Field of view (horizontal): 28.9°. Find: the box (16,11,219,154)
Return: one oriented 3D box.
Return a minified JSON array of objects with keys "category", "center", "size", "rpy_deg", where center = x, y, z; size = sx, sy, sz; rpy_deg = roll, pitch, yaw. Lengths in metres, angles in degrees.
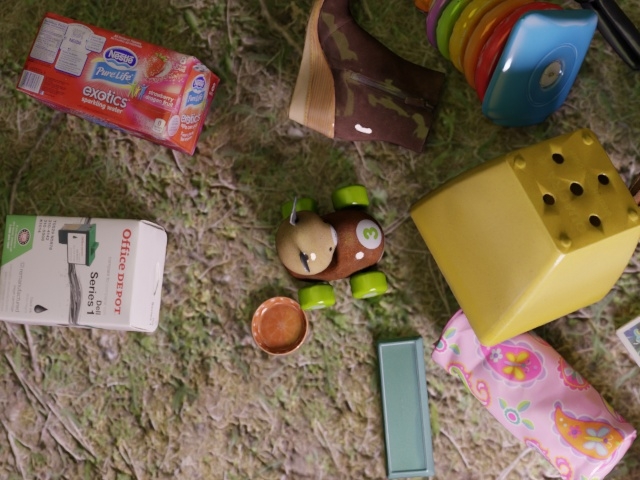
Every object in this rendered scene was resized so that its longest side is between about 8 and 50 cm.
[{"category":"box","center":[-0.296,-0.231,1.831],"size":[0.257,0.122,0.128],"rpy_deg":[19,87,17]}]

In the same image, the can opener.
[{"category":"can opener","center":[0.386,-0.310,1.697],"size":[0.073,0.059,0.186],"rpy_deg":[-32,83,-19]}]

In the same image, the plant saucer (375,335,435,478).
[{"category":"plant saucer","center":[0.114,0.227,1.699],"size":[0.067,0.018,0.192],"rpy_deg":[-7,78,14]}]

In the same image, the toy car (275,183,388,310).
[{"category":"toy car","center":[0.000,0.000,1.678],"size":[0.149,0.188,0.155],"rpy_deg":[-14,78,13]}]

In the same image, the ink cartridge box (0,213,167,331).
[{"category":"ink cartridge box","center":[-0.348,0.047,1.815],"size":[0.220,0.092,0.160],"rpy_deg":[2,82,16]}]

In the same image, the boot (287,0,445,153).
[{"category":"boot","center":[0.077,-0.257,1.771],"size":[0.207,0.090,0.248],"rpy_deg":[12,83,5]}]

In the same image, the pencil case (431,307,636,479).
[{"category":"pencil case","center":[0.271,0.196,1.613],"size":[0.284,0.124,0.124],"rpy_deg":[43,93,18]}]

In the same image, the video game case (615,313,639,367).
[{"category":"video game case","center":[0.517,0.138,1.602],"size":[0.201,0.023,0.183],"rpy_deg":[-35,74,8]}]

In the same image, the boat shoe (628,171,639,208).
[{"category":"boat shoe","center":[0.483,-0.148,1.622],"size":[0.104,0.110,0.307],"rpy_deg":[41,83,21]}]

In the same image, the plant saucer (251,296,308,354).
[{"category":"plant saucer","center":[-0.057,0.121,1.765],"size":[0.084,0.013,0.083],"rpy_deg":[-2,81,14]}]

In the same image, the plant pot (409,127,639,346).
[{"category":"plant pot","center":[0.277,-0.023,1.561],"size":[0.212,0.187,0.212],"rpy_deg":[-19,73,-28]}]

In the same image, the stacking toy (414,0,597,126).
[{"category":"stacking toy","center":[0.208,-0.297,1.703],"size":[0.302,0.175,0.165],"rpy_deg":[41,125,33]}]
